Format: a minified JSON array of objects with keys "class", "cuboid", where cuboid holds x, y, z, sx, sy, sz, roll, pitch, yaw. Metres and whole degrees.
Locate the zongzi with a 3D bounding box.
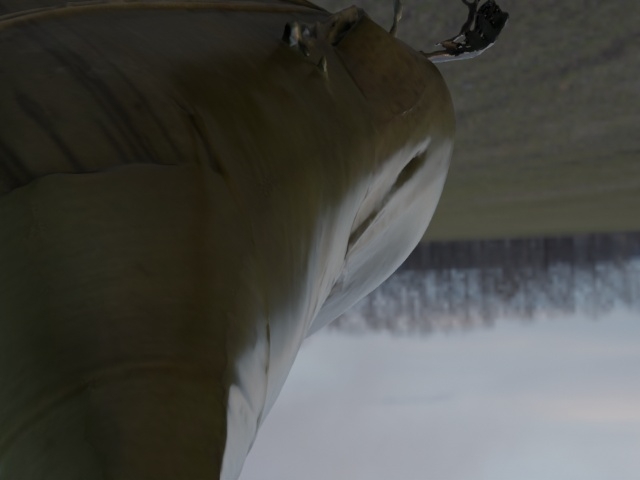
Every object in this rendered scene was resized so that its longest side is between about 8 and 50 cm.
[{"class":"zongzi","cuboid":[0.000,0.000,0.543,0.447,0.181,0.418,-7,-153,-37]}]
